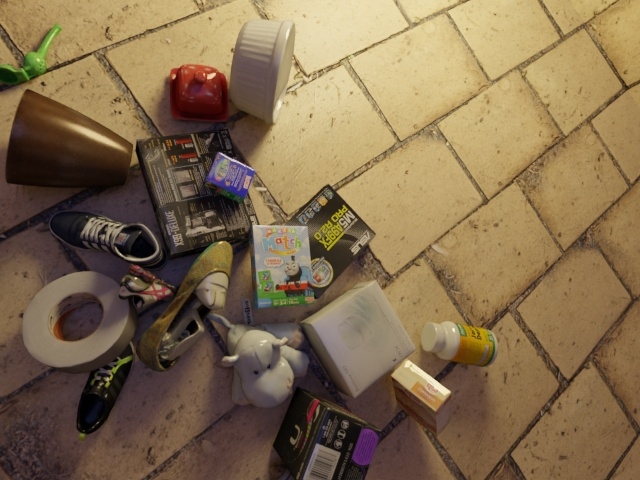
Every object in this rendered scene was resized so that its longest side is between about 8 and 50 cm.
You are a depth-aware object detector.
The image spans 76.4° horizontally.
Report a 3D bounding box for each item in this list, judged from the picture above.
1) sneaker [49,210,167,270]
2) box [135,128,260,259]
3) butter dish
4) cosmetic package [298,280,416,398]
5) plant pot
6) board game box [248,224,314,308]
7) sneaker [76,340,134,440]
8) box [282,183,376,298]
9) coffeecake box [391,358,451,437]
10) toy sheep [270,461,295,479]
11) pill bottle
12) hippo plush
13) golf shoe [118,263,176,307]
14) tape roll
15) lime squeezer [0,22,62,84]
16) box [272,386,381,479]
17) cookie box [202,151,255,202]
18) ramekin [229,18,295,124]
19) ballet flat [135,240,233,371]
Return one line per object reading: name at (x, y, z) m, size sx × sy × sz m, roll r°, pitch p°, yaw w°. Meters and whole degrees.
sneaker at (-0.504, -0.011, 0.965) m, size 0.282 × 0.153 × 0.099 m, roll 23°, pitch 73°, yaw -14°
box at (-0.318, -0.128, 1.073) m, size 0.242 × 0.076 × 0.307 m, roll -17°, pitch 85°, yaw -29°
butter dish at (-0.332, -0.424, 1.122) m, size 0.160 × 0.118 × 0.160 m, roll -2°, pitch 79°, yaw -18°
cosmetic package at (0.099, 0.265, 1.123) m, size 0.225 × 0.138 × 0.224 m, roll -31°, pitch 90°, yaw -20°
plant pot at (-0.582, -0.211, 0.969) m, size 0.230 × 0.215 × 0.215 m, roll 13°, pitch 75°, yaw -31°
board game box at (-0.102, 0.067, 1.068) m, size 0.160 × 0.039 × 0.211 m, roll 0°, pitch 77°, yaw -28°
sneaker at (-0.492, 0.331, 0.933) m, size 0.084 × 0.097 × 0.234 m, roll 15°, pitch 75°, yaw -16°
box at (0.000, 0.000, 1.182) m, size 0.216 × 0.060 × 0.270 m, roll 46°, pitch 70°, yaw -5°
coffeecake box at (0.273, 0.427, 1.099) m, size 0.068 × 0.142 × 0.185 m, roll -39°, pitch 138°, yaw -22°
toy sheep at (-0.077, 0.619, 1.024) m, size 0.132 × 0.091 × 0.091 m, roll 46°, pitch 69°, yaw 1°
pill bottle at (0.415, 0.309, 1.230) m, size 0.208 × 0.117 × 0.117 m, roll 14°, pitch 75°, yaw -15°
hippo plush at (-0.125, 0.273, 0.992) m, size 0.234 × 0.236 × 0.294 m, roll -18°, pitch 86°, yaw -20°
golf shoe at (-0.413, 0.120, 0.965) m, size 0.067 × 0.186 × 0.086 m, roll 21°, pitch 73°, yaw 17°
tape roll at (-0.541, 0.183, 0.923) m, size 0.219 × 0.072 × 0.219 m, roll 3°, pitch 61°, yaw -6°
lime squeezer at (-0.769, -0.444, 1.014) m, size 0.310 × 0.059 × 0.110 m, roll -41°, pitch 94°, yaw -20°
box at (0.003, 0.475, 0.977) m, size 0.143 × 0.270 × 0.165 m, roll 28°, pitch 72°, yaw -11°
cookie box at (-0.236, -0.162, 1.056) m, size 0.107 × 0.040 × 0.092 m, roll 25°, pitch 65°, yaw -21°
ramekin at (-0.160, -0.469, 1.120) m, size 0.127 × 0.273 × 0.273 m, roll 13°, pitch 75°, yaw -3°
ballet flat at (-0.304, 0.165, 0.991) m, size 0.123 × 0.123 × 0.348 m, roll 38°, pitch 82°, yaw -8°
